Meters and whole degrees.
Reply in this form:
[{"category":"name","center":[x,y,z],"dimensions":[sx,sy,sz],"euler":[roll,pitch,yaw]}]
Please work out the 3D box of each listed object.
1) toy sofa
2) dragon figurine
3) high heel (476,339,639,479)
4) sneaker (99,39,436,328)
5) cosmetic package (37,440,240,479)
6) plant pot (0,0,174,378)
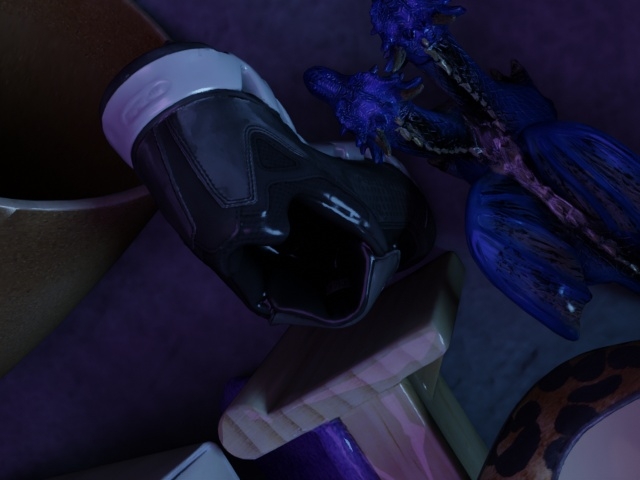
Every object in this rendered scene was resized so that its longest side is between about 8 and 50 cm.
[{"category":"toy sofa","center":[0.082,0.205,0.523],"dimensions":[0.177,0.150,0.363],"euler":[-30,96,17]},{"category":"dragon figurine","center":[0.116,-0.015,0.463],"dimensions":[0.289,0.144,0.085],"euler":[42,109,0]},{"category":"high heel","center":[0.147,0.087,0.338],"dimensions":[0.261,0.186,0.093],"euler":[-45,100,-7]},{"category":"sneaker","center":[0.000,0.000,0.447],"dimensions":[0.078,0.234,0.106],"euler":[-37,62,17]},{"category":"cosmetic package","center":[-0.144,0.221,0.534],"dimensions":[0.309,0.113,0.160],"euler":[-24,99,43]},{"category":"plant pot","center":[-0.221,-0.011,0.516],"dimensions":[0.237,0.237,0.254],"euler":[36,123,2]}]
